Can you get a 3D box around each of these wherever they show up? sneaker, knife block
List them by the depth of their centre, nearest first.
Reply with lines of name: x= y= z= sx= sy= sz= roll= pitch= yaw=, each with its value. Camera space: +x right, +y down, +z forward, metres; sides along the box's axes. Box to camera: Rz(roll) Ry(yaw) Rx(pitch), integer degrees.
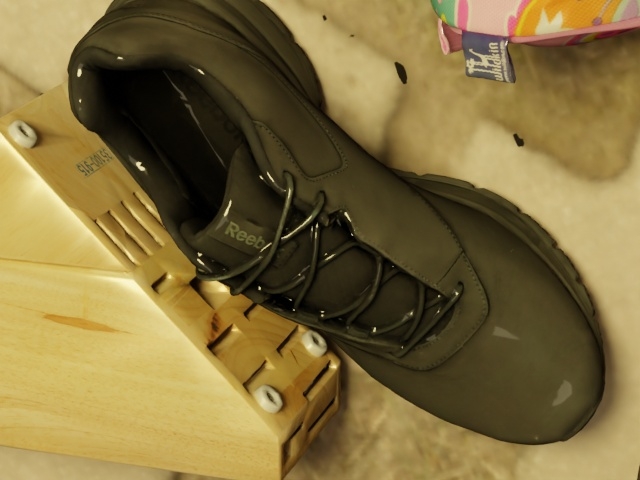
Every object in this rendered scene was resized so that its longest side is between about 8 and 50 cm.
sneaker: x=0.000 y=0.000 z=0.784 sx=0.286 sy=0.130 sz=0.109 roll=37 pitch=111 yaw=1
knife block: x=-0.161 y=0.051 z=0.865 sx=0.275 sy=0.088 sz=0.242 roll=47 pitch=119 yaw=-1

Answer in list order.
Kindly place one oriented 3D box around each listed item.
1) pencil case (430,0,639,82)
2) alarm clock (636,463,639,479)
pencil case: x=0.081 y=-0.213 z=0.698 sx=0.124 sy=0.124 sz=0.284 roll=-3 pitch=107 yaw=17
alarm clock: x=0.204 y=0.094 z=0.794 sx=0.129 sy=0.064 sz=0.192 roll=-4 pitch=103 yaw=17
